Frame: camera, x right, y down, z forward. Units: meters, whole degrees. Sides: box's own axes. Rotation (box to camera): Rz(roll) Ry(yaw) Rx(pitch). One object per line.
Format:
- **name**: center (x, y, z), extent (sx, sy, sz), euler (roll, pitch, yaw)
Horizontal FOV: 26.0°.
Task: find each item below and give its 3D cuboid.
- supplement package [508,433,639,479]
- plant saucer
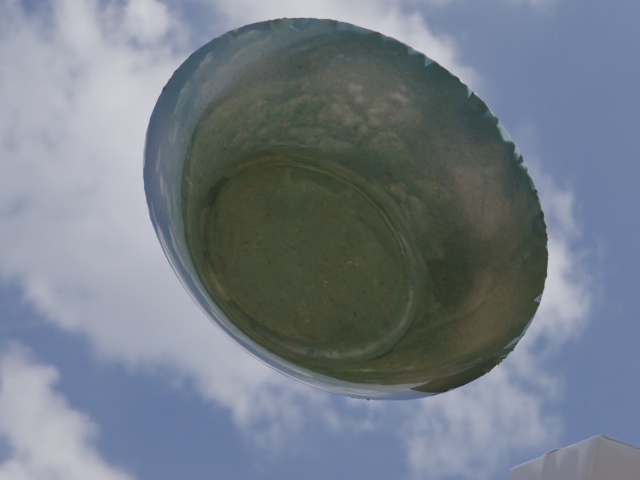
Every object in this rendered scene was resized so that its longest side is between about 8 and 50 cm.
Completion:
- **supplement package**: center (0.224, 0.320, 1.042), extent (0.175, 0.293, 0.177), euler (18, -20, -8)
- **plant saucer**: center (0.000, 0.000, 0.602), extent (0.195, 0.037, 0.195), euler (12, -56, 19)
